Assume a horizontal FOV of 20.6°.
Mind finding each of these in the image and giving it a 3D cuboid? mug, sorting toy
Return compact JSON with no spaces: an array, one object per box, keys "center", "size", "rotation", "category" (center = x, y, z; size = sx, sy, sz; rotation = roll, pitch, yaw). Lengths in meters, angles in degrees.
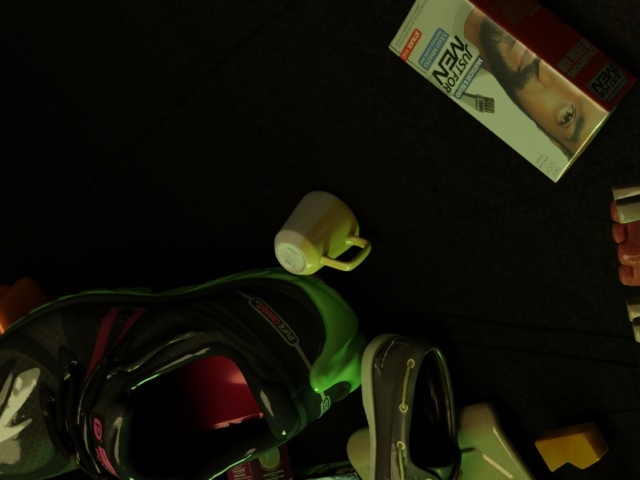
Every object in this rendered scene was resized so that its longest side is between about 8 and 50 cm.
[{"center":[-0.003,-0.003,1.561],"size":[0.078,0.064,0.062],"rotation":[-8,118,45],"category":"mug"},{"center":[0.180,0.252,1.652],"size":[0.307,0.041,0.229],"rotation":[-19,106,49],"category":"sorting toy"}]

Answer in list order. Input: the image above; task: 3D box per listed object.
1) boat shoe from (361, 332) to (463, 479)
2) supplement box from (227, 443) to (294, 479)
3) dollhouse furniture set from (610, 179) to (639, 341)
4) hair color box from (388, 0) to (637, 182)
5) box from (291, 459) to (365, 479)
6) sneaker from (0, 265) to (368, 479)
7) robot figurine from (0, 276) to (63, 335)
[{"center":[0.090,0.198,1.599],"size":[0.068,0.081,0.228],"rotation":[1,104,51],"category":"boat shoe"},{"center":[-0.063,0.236,1.813],"size":[0.043,0.055,0.083],"rotation":[-18,84,48],"category":"supplement box"},{"center":[0.311,0.119,1.288],"size":[0.152,0.201,0.374],"rotation":[-9,102,8],"category":"dollhouse furniture set"},{"center":[0.142,-0.133,1.324],"size":[0.167,0.053,0.093],"rotation":[38,141,6],"category":"hair color box"},{"center":[0.022,0.274,1.816],"size":[0.137,0.027,0.094],"rotation":[-18,112,48],"category":"box"},{"center":[-0.189,0.149,1.691],"size":[0.482,0.202,0.185],"rotation":[-19,108,33],"category":"sneaker"},{"center":[-0.291,0.148,1.904],"size":[0.158,0.128,0.219],"rotation":[-29,107,7],"category":"robot figurine"}]
